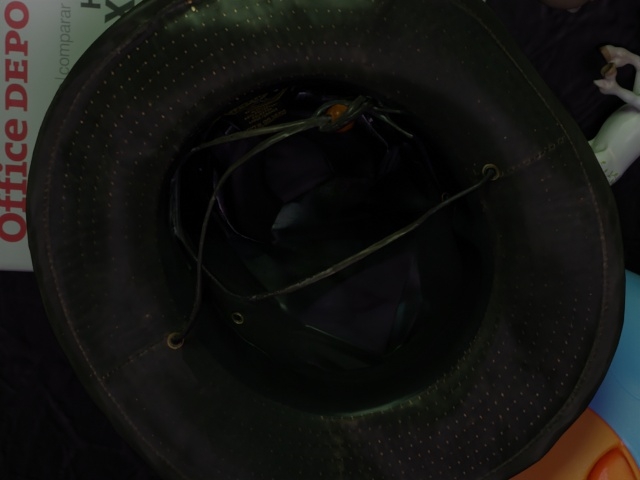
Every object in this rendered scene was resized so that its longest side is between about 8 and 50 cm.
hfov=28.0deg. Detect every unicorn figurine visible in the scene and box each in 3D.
[{"bbox_3d":[0.224,-0.082,0.918,0.162,0.060,0.111,-35,120,31],"label":"unicorn figurine"}]

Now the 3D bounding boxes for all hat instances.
[{"bbox_3d":[0.000,0.000,0.734,0.331,0.134,0.331,-1,101,-4],"label":"hat"}]

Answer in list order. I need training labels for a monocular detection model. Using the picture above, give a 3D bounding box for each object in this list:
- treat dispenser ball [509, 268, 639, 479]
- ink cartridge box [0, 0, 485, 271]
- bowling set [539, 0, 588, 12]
[{"bbox_3d":[0.159,0.154,0.905,0.288,0.288,0.288,-3,120,-6],"label":"treat dispenser ball"},{"bbox_3d":[-0.070,-0.097,0.821,0.307,0.129,0.223,3,120,-9],"label":"ink cartridge box"},{"bbox_3d":[0.196,-0.191,0.764,0.287,0.200,0.154,25,107,-16],"label":"bowling set"}]
